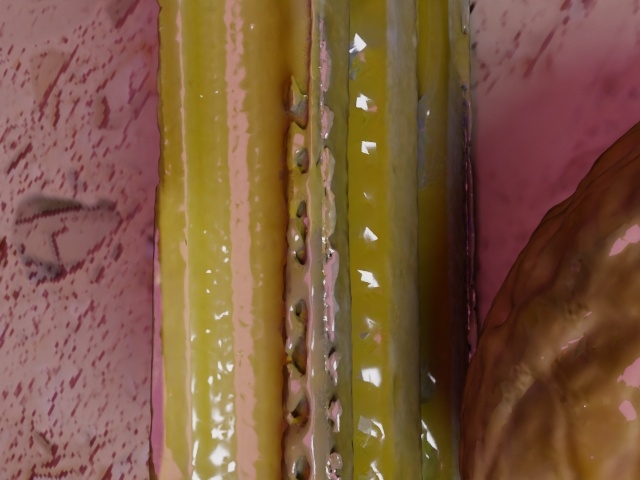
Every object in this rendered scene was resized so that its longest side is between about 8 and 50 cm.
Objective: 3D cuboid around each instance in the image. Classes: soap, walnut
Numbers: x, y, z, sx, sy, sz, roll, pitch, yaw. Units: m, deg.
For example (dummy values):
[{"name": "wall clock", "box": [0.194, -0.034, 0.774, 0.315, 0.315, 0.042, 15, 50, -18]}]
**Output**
[{"name": "soap", "box": [0.002, 0.000, 0.440, 0.076, 0.135, 0.233, -3, 87, 29]}, {"name": "walnut", "box": [0.122, 0.051, 0.364, 0.155, 0.155, 0.184, 38, 108, 25]}]
